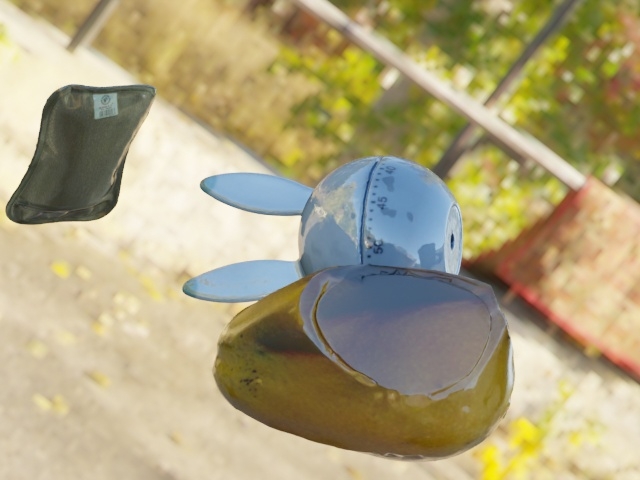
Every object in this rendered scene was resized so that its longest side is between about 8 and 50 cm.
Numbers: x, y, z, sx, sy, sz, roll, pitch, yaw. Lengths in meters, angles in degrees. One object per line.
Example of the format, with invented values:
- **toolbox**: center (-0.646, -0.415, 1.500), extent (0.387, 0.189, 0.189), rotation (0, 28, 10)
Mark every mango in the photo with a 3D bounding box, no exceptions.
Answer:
- **mango**: center (0.033, 0.104, 1.554), extent (0.236, 0.136, 0.166), rotation (9, -18, 2)

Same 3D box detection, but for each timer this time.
- **timer**: center (0.018, 0.007, 1.861), extent (0.255, 0.175, 0.175), rotation (-11, -17, 37)

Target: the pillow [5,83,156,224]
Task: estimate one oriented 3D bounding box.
- **pillow**: center (-0.254, -0.089, 2.084), extent (0.130, 0.217, 0.033), rotation (-4, 52, -28)
